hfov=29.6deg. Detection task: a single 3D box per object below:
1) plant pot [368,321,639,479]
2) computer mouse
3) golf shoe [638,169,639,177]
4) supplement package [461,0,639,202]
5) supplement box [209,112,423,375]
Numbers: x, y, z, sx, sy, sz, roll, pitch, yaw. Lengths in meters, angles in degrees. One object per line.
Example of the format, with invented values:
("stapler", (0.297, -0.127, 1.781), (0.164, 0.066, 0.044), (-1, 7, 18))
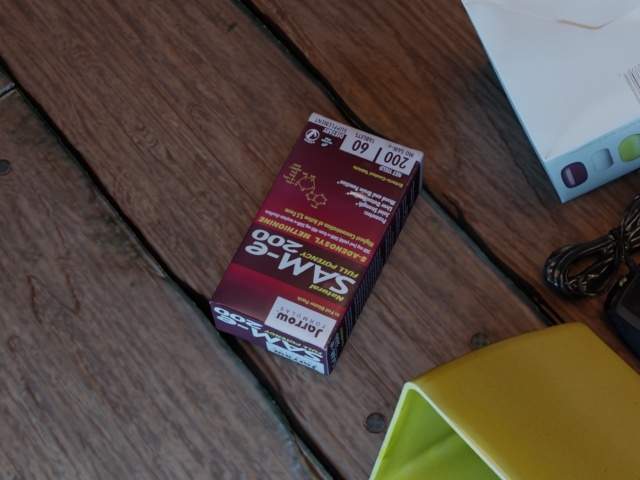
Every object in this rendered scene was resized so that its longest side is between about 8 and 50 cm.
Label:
("plant pot", (0.192, 0.196, 1.046), (0.187, 0.212, 0.212), (-33, 65, -28))
("computer mouse", (0.365, 0.076, 1.170), (0.188, 0.072, 0.272), (-31, 53, -10))
("golf shoe", (0.398, -0.034, 1.162), (0.094, 0.077, 0.198), (-28, 51, -28))
("supplement package", (0.311, -0.196, 1.218), (0.262, 0.145, 0.204), (-26, 69, 11))
("supplement box", (0.000, 0.000, 1.223), (0.130, 0.073, 0.239), (21, 66, 13))
